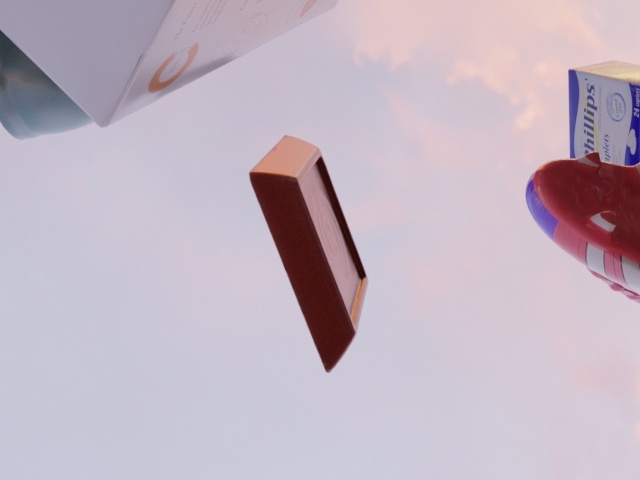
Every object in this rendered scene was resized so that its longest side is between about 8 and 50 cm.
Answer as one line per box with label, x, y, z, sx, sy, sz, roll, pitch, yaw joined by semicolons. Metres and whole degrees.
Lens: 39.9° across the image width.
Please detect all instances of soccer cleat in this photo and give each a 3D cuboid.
soccer cleat;0.221;0.021;0.556;0.248;0.095;0.083;17;-131;-22

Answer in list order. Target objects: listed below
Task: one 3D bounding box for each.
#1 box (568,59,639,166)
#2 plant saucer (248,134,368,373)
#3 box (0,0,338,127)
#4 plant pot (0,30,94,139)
box;0.362;-0.139;1.044;0.072;0.126;0.137;-14;-158;-17
plant saucer;0.000;0.000;1.120;0.259;0.048;0.258;-64;-46;-71
box;-0.077;-0.269;0.687;0.168;0.215;0.345;44;-139;3
plant pot;-0.356;-0.300;1.297;0.196;0.293;0.293;-3;-129;1
